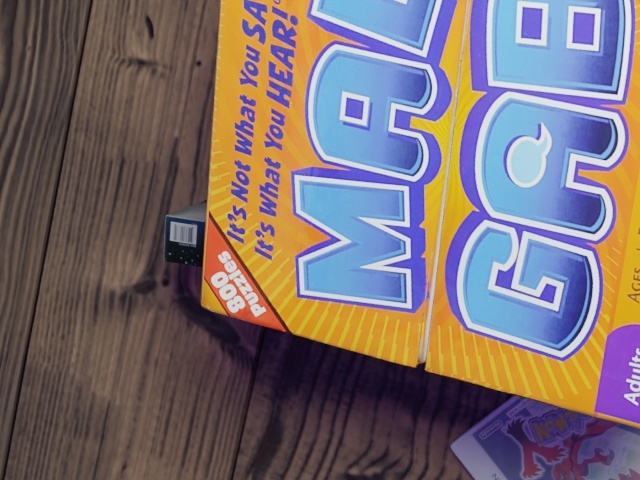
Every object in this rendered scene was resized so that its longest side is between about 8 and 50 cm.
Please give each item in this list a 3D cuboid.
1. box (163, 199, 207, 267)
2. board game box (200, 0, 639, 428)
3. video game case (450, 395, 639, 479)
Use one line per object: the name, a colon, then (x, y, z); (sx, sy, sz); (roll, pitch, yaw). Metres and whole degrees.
box: (0.000, 0.000, 1.513); (0.233, 0.159, 0.044); (9, 104, 22)
board game box: (0.154, -0.128, 1.284); (0.356, 0.356, 0.356); (14, 115, 19)
video game case: (0.244, 0.199, 1.521); (0.201, 0.023, 0.183); (-41, 83, 23)
